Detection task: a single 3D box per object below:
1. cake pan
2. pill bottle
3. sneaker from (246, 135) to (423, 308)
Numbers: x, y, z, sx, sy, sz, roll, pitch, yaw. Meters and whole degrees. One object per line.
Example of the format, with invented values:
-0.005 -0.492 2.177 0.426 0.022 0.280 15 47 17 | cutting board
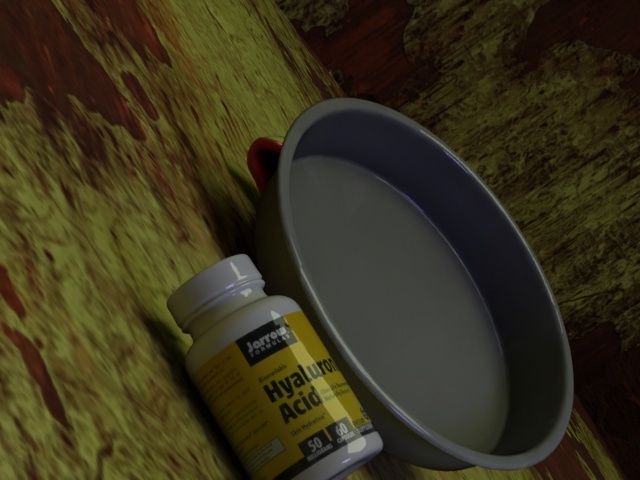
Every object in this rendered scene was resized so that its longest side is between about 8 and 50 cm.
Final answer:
0.064 0.036 1.080 0.293 0.054 0.293 32 39 -31 | cake pan
-0.026 0.067 0.740 0.116 0.065 0.065 57 8 12 | pill bottle
0.000 0.000 1.170 0.094 0.081 0.208 23 28 -53 | sneaker
